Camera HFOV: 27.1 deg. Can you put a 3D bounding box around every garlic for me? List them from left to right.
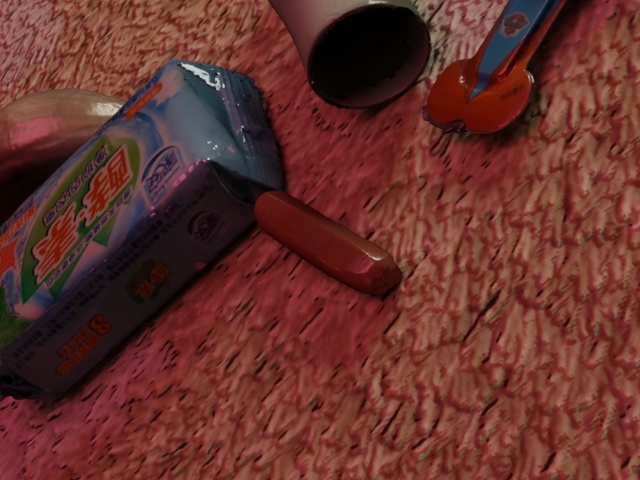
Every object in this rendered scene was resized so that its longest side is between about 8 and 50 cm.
[{"bbox_3d":[-0.225,-0.072,1.095,0.195,0.101,0.087,-29,43,28],"label":"garlic"}]

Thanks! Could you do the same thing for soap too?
[{"bbox_3d":[-0.157,-0.006,0.995,0.293,0.077,0.156,-42,39,14],"label":"soap"}]

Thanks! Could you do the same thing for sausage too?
[{"bbox_3d":[0.000,0.000,0.869,0.035,0.030,0.147,-55,38,-5],"label":"sausage"}]

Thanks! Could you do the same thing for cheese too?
[{"bbox_3d":[0.151,-0.174,0.846,0.106,0.037,0.256,26,82,52],"label":"cheese"}]

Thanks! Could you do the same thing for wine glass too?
[{"bbox_3d":[0.006,-0.198,0.960,0.103,0.103,0.231,-39,44,18],"label":"wine glass"}]
